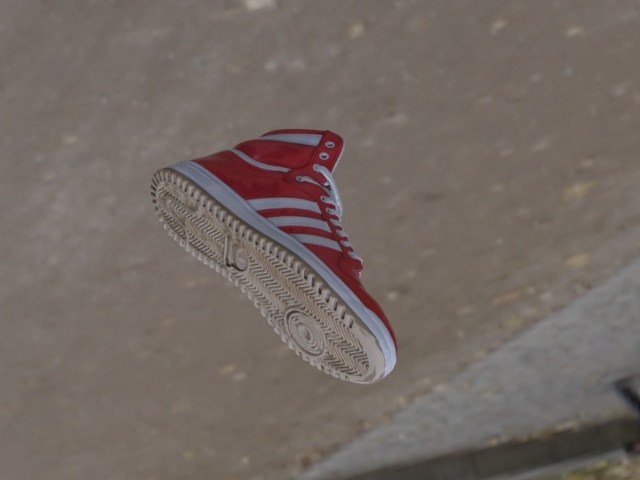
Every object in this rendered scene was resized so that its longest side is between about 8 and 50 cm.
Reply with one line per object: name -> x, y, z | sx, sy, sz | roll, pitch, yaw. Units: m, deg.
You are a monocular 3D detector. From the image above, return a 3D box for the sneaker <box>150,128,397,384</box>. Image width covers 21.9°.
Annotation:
sneaker -> 0.000, 0.000, 0.599 | 0.067, 0.118, 0.042 | -27, 145, -36
